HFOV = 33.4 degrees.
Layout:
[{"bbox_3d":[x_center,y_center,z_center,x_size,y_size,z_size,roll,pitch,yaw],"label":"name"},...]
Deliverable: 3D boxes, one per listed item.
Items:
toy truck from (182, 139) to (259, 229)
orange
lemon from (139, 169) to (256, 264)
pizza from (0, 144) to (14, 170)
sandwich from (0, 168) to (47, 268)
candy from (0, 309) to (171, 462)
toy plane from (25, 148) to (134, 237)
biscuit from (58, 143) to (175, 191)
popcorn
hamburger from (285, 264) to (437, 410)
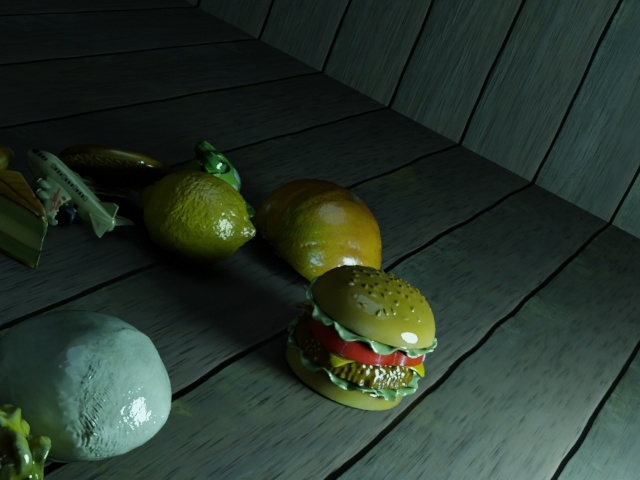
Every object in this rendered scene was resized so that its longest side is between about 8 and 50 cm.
[{"bbox_3d":[-0.237,-0.116,2.397,0.210,0.148,0.187,33,11,-41],"label":"toy truck"},{"bbox_3d":[0.004,0.000,2.343,0.274,0.274,0.310,7,65,-32],"label":"orange"},{"bbox_3d":[-0.253,-0.048,2.162,0.256,0.188,0.188,19,22,11],"label":"lemon"},{"bbox_3d":[-0.722,-0.153,2.134,0.127,0.058,0.246,33,27,22],"label":"pizza"},{"bbox_3d":[-0.597,-0.042,1.936,0.144,0.117,0.187,0,34,-37],"label":"sandwich"},{"bbox_3d":[-0.344,0.200,1.551,0.295,0.185,0.295,13,24,-6],"label":"candy"},{"bbox_3d":[-0.502,-0.094,2.146,0.256,0.104,0.242,30,27,18],"label":"toy plane"},{"bbox_3d":[-0.422,-0.153,2.242,0.261,0.037,0.262,8,-12,2],"label":"biscuit"},{"bbox_3d":[-0.416,0.293,1.272,0.169,0.189,0.218,23,22,8],"label":"popcorn"},{"bbox_3d":[0.083,0.161,1.968,0.274,0.212,0.274,19,24,-9],"label":"hamburger"}]
